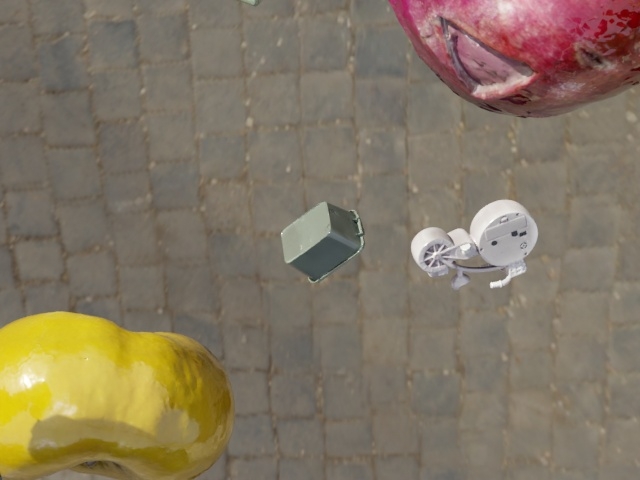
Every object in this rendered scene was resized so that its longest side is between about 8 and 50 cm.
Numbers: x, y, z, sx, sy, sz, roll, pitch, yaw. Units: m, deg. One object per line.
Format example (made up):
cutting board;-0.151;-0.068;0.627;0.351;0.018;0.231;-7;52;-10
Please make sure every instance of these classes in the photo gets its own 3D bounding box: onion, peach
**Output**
onion;0.189;-0.217;0.807;0.272;0.256;0.230;28;153;-28
peach;-0.146;0.105;0.762;0.179;0.179;0.103;4;77;1

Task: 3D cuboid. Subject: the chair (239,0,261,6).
chair;-0.108;-0.484;1.773;0.190;0.274;0.203;29;149;23

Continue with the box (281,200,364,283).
box;0.000;0.000;1.798;0.122;0.084;0.069;-36;136;29

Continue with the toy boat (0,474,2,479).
toy boat;-0.230;0.094;0.444;0.092;0.319;0.141;-38;86;8

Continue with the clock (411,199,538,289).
clock;0.156;0.009;1.209;0.129;0.041;0.087;-14;125;-8
